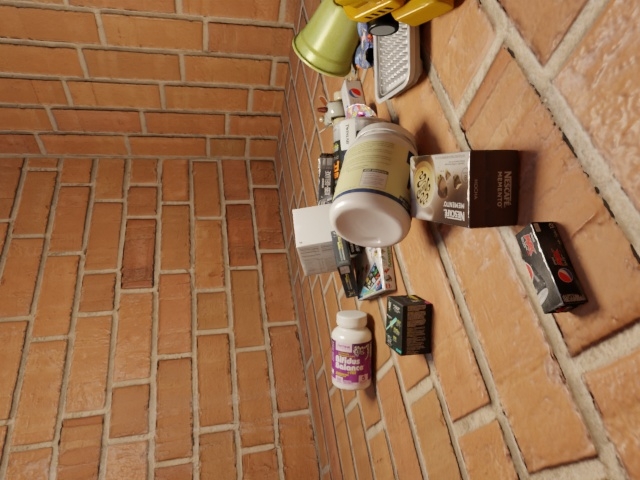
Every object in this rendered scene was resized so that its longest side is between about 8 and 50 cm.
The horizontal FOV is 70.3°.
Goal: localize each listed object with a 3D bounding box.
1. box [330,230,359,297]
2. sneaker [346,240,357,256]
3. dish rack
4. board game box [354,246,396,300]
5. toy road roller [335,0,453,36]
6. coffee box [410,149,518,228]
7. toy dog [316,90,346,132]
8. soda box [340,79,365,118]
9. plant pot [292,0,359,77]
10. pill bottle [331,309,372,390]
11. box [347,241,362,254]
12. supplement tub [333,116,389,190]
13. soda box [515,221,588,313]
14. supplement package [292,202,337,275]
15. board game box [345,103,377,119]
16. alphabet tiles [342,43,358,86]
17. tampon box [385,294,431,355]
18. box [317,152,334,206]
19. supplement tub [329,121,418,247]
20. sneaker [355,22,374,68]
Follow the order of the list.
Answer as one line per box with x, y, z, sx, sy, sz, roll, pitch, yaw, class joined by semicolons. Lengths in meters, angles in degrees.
0.097;0.095;1.827;0.232;0.059;0.183;73;-173;-50;box
0.131;-0.042;2.002;0.095;0.090;0.234;-174;84;-86;sneaker
0.250;-0.628;1.455;0.285;0.073;0.332;-170;79;-75;dish rack
0.205;0.121;1.776;0.305;0.053;0.192;133;134;-70;board game box
0.182;-0.693;1.199;0.330;0.241;0.202;4;97;50;toy road roller
0.332;-0.127;1.097;0.297;0.119;0.168;-148;56;-74;coffee box
0.039;-0.577;2.103;0.333;0.161;0.220;124;142;-70;toy dog
0.141;-0.562;1.890;0.069;0.074;0.216;117;148;-62;soda box
0.059;-0.855;1.840;0.254;0.276;0.276;-53;39;46;plant pot
0.130;0.450;1.890;0.169;0.170;0.301;-156;65;-75;pill bottle
0.130;-0.075;1.834;0.175;0.051;0.220;-72;-29;-66;box
0.152;-0.252;1.622;0.207;0.207;0.337;178;90;-76;supplement tub
0.432;0.050;0.860;0.060;0.053;0.168;113;152;-60;soda box
0.000;0.000;2.018;0.262;0.198;0.199;78;-176;-57;supplement package
0.147;-0.451;1.791;0.033;0.133;0.168;-43;-29;-46;board game box
0.137;-0.772;2.014;0.198;0.009;0.237;-116;28;-59;alphabet tiles
0.274;0.261;1.422;0.120;0.102;0.160;-152;62;-73;tampon box
0.030;-0.294;2.214;0.307;0.077;0.242;-81;-7;-74;box
0.170;-0.167;1.357;0.235;0.236;0.324;113;174;-59;supplement tub
0.189;-0.752;1.703;0.087;0.083;0.221;48;145;48;sneaker
